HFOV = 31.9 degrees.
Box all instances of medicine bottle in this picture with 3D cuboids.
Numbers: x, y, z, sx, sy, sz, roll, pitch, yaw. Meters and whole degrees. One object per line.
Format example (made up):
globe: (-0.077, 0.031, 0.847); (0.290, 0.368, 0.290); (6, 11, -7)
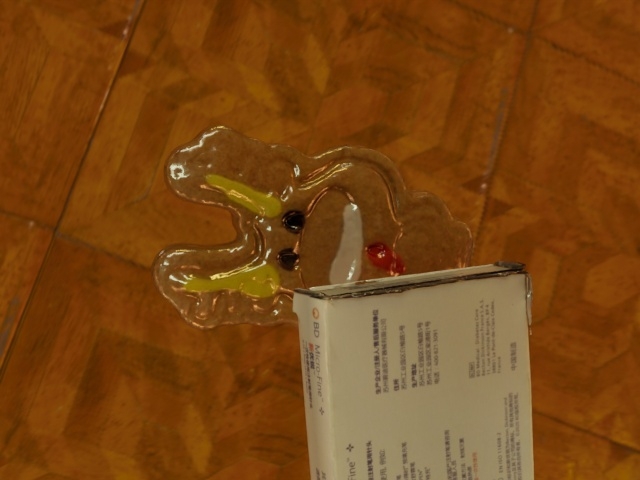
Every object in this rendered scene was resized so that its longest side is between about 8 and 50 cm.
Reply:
medicine bottle: (0.074, 0.122, 0.813); (0.171, 0.052, 0.201); (-8, 99, -21)

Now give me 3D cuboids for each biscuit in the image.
biscuit: (0.001, 0.001, 0.981); (0.295, 0.044, 0.186); (4, 101, -22)
